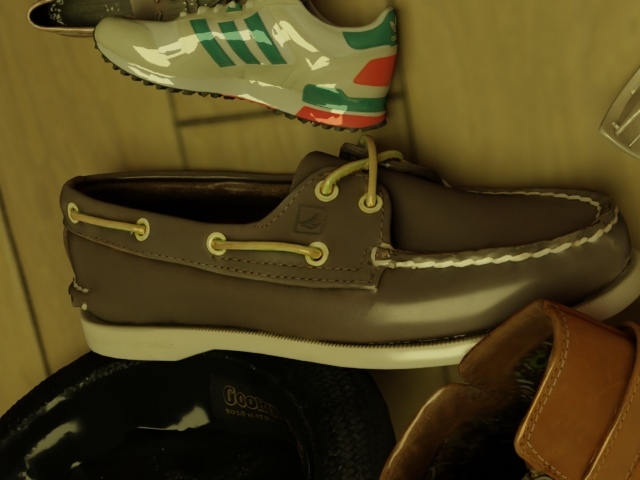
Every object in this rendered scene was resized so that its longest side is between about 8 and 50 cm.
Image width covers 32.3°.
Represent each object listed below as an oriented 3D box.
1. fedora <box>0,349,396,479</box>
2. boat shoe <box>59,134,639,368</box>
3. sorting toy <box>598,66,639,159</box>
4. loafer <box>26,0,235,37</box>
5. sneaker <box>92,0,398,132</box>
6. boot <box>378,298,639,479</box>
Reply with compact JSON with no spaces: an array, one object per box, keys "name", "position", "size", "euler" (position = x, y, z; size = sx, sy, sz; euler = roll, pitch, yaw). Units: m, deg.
[{"name":"fedora","position":[-0.081,0.197,0.631],"size":[0.334,0.334,0.152],"euler":[-17,132,27]},{"name":"boat shoe","position":[0.000,0.000,0.578],"size":[0.325,0.116,0.096],"euler":[-3,111,29]},{"name":"sorting toy","position":[0.188,-0.064,0.519],"size":[0.075,0.045,0.083],"euler":[39,118,-3]},{"name":"loafer","position":[-0.105,-0.132,0.612],"size":[0.125,0.039,0.045],"euler":[-5,107,24]},{"name":"sneaker","position":[-0.036,-0.110,0.579],"size":[0.161,0.057,0.075],"euler":[15,108,4]},{"name":"boot","position":[0.120,0.163,0.530],"size":[0.220,0.109,0.283],"euler":[20,117,-27]}]
